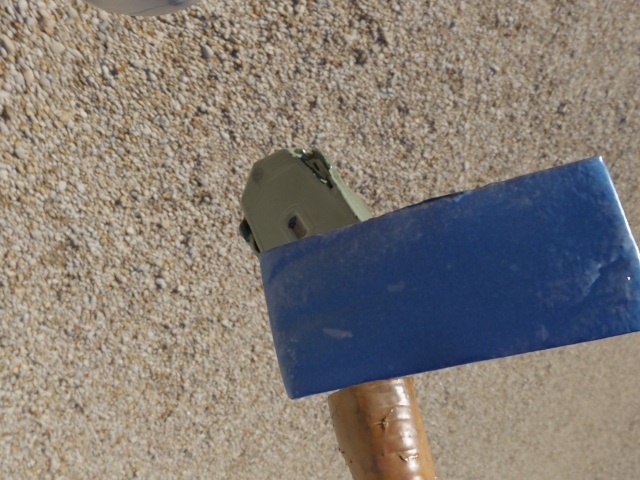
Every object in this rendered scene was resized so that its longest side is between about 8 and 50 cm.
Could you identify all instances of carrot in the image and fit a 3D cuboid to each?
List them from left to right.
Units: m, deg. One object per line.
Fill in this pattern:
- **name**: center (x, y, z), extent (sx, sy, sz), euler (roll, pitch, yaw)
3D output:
- **carrot**: center (0.053, 0.181, 0.289), extent (0.057, 0.224, 0.057), euler (-10, 148, -6)

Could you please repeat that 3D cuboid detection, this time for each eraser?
- **eraser**: center (0.100, 0.039, 0.483), extent (0.311, 0.144, 0.042), euler (-15, 169, 17)

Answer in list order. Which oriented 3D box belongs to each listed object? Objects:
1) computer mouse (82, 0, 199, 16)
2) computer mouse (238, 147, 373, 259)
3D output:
- **computer mouse**: center (-0.206, -0.327, 0.619), extent (0.184, 0.296, 0.121), euler (-52, 145, -23)
- **computer mouse**: center (0.003, 0.003, 1.016), extent (0.228, 0.429, 0.145), euler (-43, 145, 16)
